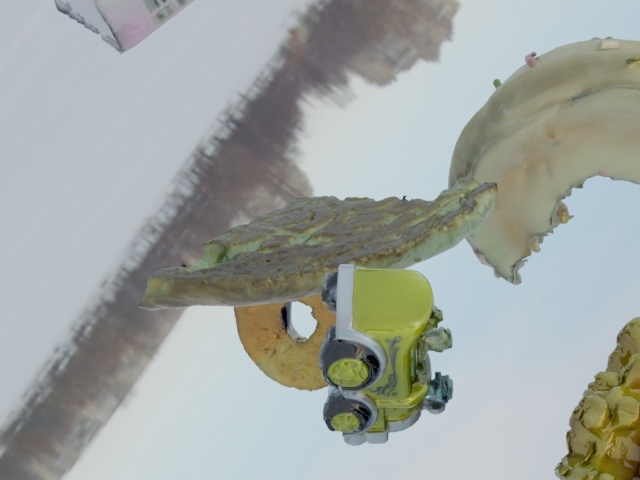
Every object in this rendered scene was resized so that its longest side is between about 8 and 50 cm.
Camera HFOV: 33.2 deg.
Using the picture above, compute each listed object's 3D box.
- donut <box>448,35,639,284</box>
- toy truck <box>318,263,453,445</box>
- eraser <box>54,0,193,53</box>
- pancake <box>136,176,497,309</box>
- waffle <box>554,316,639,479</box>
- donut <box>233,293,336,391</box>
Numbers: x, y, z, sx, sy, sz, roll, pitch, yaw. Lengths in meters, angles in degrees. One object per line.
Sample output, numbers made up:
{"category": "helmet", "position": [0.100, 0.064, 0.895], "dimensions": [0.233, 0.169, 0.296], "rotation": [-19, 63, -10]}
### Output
{"category": "donut", "position": [0.333, -0.098, 1.274], "dimensions": [0.371, 0.307, 0.150], "rotation": [-8, -146, 22]}
{"category": "toy truck", "position": [0.039, 0.069, 0.621], "dimensions": [0.076, 0.077, 0.111], "rotation": [-88, 175, -50]}
{"category": "eraser", "position": [-0.087, -0.275, 0.834], "dimensions": [0.287, 0.086, 0.130], "rotation": [-40, -131, -12]}
{"category": "pancake", "position": [0.001, 0.005, 1.060], "dimensions": [0.197, 0.377, 0.054], "rotation": [-116, -165, -64]}
{"category": "waffle", "position": [0.160, 0.142, 0.555], "dimensions": [0.193, 0.070, 0.197], "rotation": [-53, 150, -41]}
{"category": "donut", "position": [-0.019, 0.088, 1.333], "dimensions": [0.174, 0.190, 0.074], "rotation": [-9, -166, 23]}
